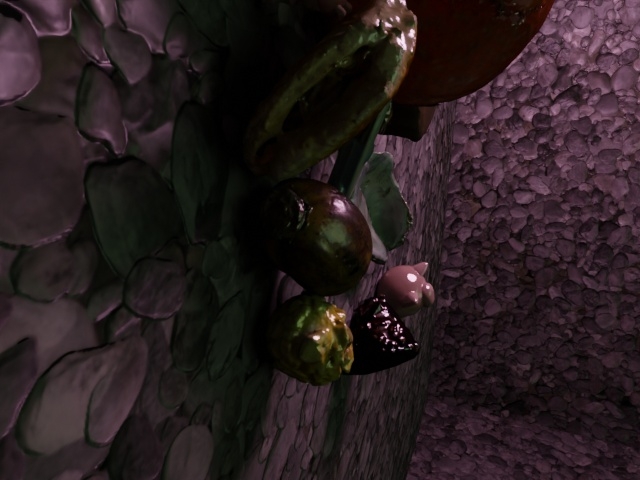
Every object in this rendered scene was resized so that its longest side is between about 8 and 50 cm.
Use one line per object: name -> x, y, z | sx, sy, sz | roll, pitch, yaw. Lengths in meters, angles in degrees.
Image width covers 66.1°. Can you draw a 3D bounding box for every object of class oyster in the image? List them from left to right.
oyster -> 0.106, -0.050, 0.880 | 0.252, 0.087, 0.200 | 5, 102, -63

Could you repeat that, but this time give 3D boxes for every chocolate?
chocolate -> 0.108, 0.177, 0.963 | 0.156, 0.156, 0.133 | 59, 15, -61

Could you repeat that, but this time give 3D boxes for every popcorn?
popcorn -> -0.009, 0.113, 0.587 | 0.120, 0.116, 0.106 | 42, 44, -25

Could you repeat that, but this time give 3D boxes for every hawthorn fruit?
hawthorn fruit -> 0.120, -0.276, 0.614 | 0.276, 0.275, 0.308 | -56, 173, -51

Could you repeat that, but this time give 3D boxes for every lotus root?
lotus root -> 0.000, 0.000, 0.549 | 0.209, 0.120, 0.120 | 48, 53, -61

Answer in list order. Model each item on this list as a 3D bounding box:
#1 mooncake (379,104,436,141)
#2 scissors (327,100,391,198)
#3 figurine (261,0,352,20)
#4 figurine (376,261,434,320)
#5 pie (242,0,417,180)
mooncake -> 0.141, -0.289, 0.844 | 0.228, 0.124, 0.229 | 13, 90, -73
scissors -> 0.041, -0.107, 0.610 | 0.138, 0.041, 0.289 | -58, 175, -43
figurine -> 0.009, -0.255, 0.439 | 0.098, 0.146, 0.081 | 69, 33, -55
figurine -> 0.192, 0.119, 1.134 | 0.125, 0.138, 0.125 | 16, 58, -29
pie -> 0.008, -0.138, 0.466 | 0.084, 0.205, 0.179 | 44, 26, -12
